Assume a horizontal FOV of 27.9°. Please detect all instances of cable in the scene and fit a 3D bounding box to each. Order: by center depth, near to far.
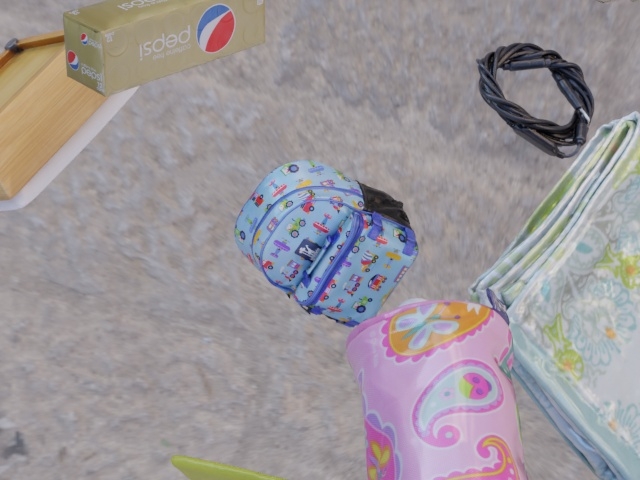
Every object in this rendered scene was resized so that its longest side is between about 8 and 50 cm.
[{"bbox_3d":[0.292,-0.203,1.734,0.184,0.047,0.150,32,61,-7],"label":"cable"}]

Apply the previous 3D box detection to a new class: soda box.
[{"bbox_3d":[-0.133,-0.185,1.123,0.058,0.181,0.061,29,130,37],"label":"soda box"}]

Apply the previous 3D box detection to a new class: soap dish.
[{"bbox_3d":[-0.403,-0.167,1.723,0.229,0.118,0.291,0,43,44],"label":"soap dish"}]

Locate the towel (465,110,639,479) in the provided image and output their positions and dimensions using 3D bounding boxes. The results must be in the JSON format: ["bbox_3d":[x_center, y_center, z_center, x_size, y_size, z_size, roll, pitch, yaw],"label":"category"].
[{"bbox_3d":[0.364,0.081,1.522,0.320,0.090,0.374,-49,119,-16],"label":"towel"}]

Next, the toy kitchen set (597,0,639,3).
[{"bbox_3d":[0.339,-0.295,1.127,0.207,0.122,0.166,0,95,-11],"label":"toy kitchen set"}]

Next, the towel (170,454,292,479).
[{"bbox_3d":[0.002,0.208,1.017,0.237,0.102,0.021,6,61,29],"label":"towel"}]

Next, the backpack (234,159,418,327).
[{"bbox_3d":[0.000,0.000,1.430,0.173,0.117,0.158,26,112,-30],"label":"backpack"}]

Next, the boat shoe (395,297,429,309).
[{"bbox_3d":[0.126,0.163,1.425,0.083,0.076,0.226,-2,108,26],"label":"boat shoe"}]

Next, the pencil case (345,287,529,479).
[{"bbox_3d":[0.086,0.173,0.809,0.124,0.124,0.284,-8,53,5],"label":"pencil case"}]
